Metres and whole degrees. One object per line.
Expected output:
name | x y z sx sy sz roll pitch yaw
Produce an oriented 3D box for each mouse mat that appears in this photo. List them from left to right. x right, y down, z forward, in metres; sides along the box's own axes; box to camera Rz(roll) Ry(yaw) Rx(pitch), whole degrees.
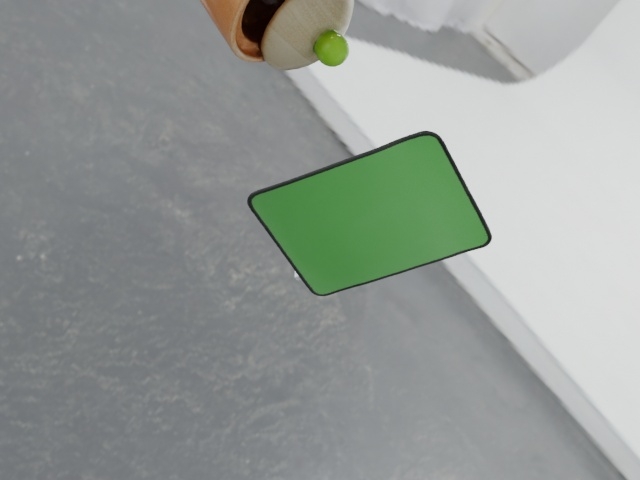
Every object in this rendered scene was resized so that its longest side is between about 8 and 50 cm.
mouse mat | 0.047 -0.019 0.930 0.153 0.189 0.007 56 23 -39

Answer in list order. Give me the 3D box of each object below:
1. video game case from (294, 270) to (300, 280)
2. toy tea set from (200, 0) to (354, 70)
video game case | 0.000 0.000 1.560 0.011 0.087 0.122 50 28 -40
toy tea set | 0.039 -0.214 0.487 0.200 0.336 0.124 -29 65 -28
